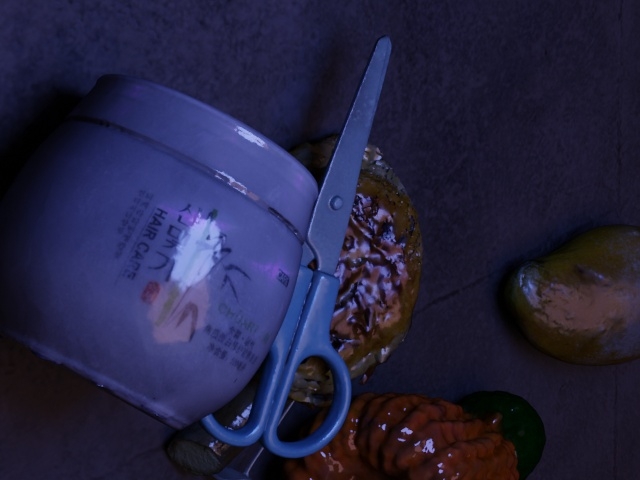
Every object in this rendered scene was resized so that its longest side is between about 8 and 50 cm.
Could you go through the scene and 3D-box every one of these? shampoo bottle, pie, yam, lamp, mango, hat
[{"bbox_3d":[-0.153,0.009,1.220,0.273,0.273,0.266,35,78,-44],"label":"shampoo bottle"},{"bbox_3d":[-0.012,0.033,1.456,0.308,0.085,0.308,-1,92,-35],"label":"pie"},{"bbox_3d":[-0.098,0.196,1.491,0.146,0.069,0.070,-43,131,-24],"label":"yam"},{"bbox_3d":[-0.051,0.194,1.542,0.056,0.050,0.198,37,81,-46],"label":"lamp"},{"bbox_3d":[0.374,0.075,1.821,0.316,0.146,0.193,-2,102,-35],"label":"mango"},{"bbox_3d":[0.117,0.295,1.660,0.400,0.285,0.285,-17,121,-68],"label":"hat"}]

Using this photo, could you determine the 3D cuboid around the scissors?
[{"bbox_3d":[0.000,0.000,1.387,0.192,0.029,0.447,20,85,-35],"label":"scissors"}]
